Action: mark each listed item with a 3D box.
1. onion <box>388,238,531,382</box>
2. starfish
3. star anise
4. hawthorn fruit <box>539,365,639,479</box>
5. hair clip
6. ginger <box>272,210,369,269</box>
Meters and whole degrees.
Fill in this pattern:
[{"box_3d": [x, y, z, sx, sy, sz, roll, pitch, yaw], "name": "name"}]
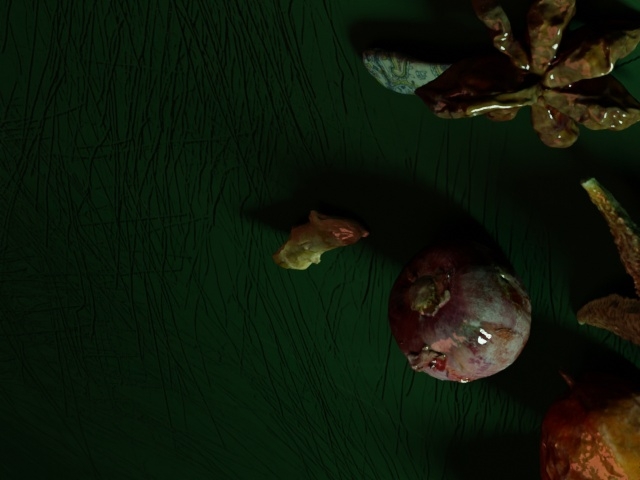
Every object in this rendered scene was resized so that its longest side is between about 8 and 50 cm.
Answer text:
[{"box_3d": [0.168, 0.084, 1.851, 0.159, 0.159, 0.195, 4, 168, 40], "name": "onion"}, {"box_3d": [0.387, 0.095, 1.676, 0.347, 0.078, 0.358, 17, 148, 31], "name": "starfish"}, {"box_3d": [0.209, -0.154, 1.552, 0.196, 0.111, 0.212, 33, 119, -30], "name": "star anise"}, {"box_3d": [0.324, 0.240, 1.860, 0.173, 0.173, 0.179, 15, 134, 31], "name": "hawthorn fruit"}, {"box_3d": [0.131, -0.167, 1.677, 0.229, 0.036, 0.066, 5, 140, 39], "name": "hair clip"}, {"box_3d": [-0.004, -0.004, 1.987, 0.137, 0.044, 0.057, -25, 82, 46], "name": "ginger"}]
